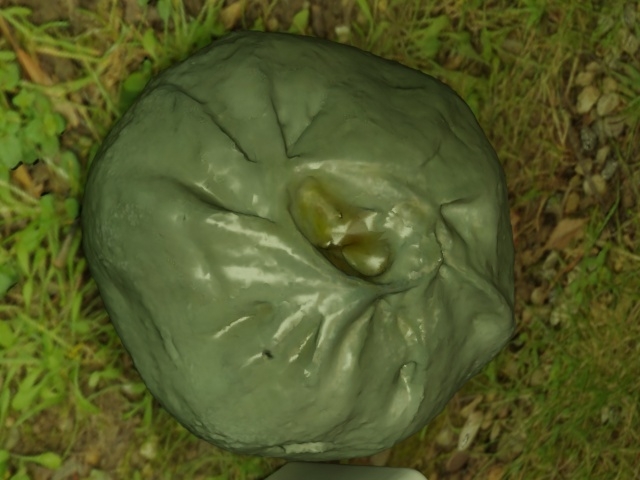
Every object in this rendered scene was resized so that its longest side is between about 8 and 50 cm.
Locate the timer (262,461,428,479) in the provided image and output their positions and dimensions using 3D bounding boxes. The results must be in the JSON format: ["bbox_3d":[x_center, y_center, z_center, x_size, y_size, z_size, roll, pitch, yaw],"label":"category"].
[{"bbox_3d":[-0.004,0.307,1.494,0.195,0.192,0.194,-31,105,-35],"label":"timer"}]

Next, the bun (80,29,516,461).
[{"bbox_3d":[0.003,-0.004,1.398,0.354,0.194,0.354,5,77,-25],"label":"bun"}]
